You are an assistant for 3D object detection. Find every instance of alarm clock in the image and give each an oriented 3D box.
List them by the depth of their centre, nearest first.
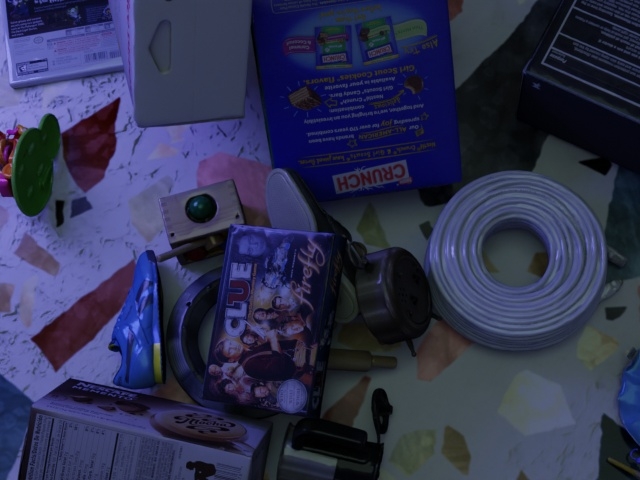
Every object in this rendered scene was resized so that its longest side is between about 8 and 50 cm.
[{"bbox_3d":[0.093,0.063,1.824,0.064,0.192,0.129,-19,44,33],"label":"alarm clock"}]

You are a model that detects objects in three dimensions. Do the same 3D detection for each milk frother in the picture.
[{"bbox_3d":[0.023,0.269,1.833,0.135,0.129,0.143,12,31,6],"label":"milk frother"}]

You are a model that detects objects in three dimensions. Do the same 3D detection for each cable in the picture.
[{"bbox_3d":[0.275,0.029,1.887,0.257,0.089,0.257,-43,76,-10],"label":"cable"}]

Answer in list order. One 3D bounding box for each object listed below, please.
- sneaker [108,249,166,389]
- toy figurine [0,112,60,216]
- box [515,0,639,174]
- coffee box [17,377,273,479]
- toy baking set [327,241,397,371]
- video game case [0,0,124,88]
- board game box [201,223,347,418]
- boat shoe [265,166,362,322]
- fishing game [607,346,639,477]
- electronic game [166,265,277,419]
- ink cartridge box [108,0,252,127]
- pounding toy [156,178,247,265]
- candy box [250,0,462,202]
[{"bbox_3d":[-0.261,0.109,1.888,0.082,0.069,0.209,-4,64,1],"label":"sneaker"},{"bbox_3d":[-0.485,-0.120,1.969,0.159,0.130,0.173,4,51,14],"label":"toy figurine"},{"bbox_3d":[0.475,-0.265,1.918,0.296,0.183,0.294,27,75,12],"label":"box"},{"bbox_3d":[-0.228,0.284,1.779,0.297,0.168,0.118,12,99,7],"label":"coffee box"},{"bbox_3d":[0.005,0.093,1.886,0.256,0.030,0.196,1,62,-18],"label":"toy baking set"},{"bbox_3d":[-0.393,-0.330,2.065,0.190,0.022,0.173,-10,73,1],"label":"video game case"},{"bbox_3d":[-0.062,0.106,1.793,0.165,0.042,0.243,5,83,28],"label":"board game box"},{"bbox_3d":[0.000,0.000,1.856,0.079,0.084,0.233,-29,88,-44],"label":"boat shoe"},{"bbox_3d":[0.489,0.208,1.801,0.189,0.041,0.264,31,94,30],"label":"fishing game"},{"bbox_3d":[-0.103,0.140,1.891,0.229,0.048,0.229,2,70,-5],"label":"electronic game"},{"bbox_3d":[-0.209,-0.379,1.857,0.160,0.279,0.384,-6,45,-13],"label":"ink cartridge box"},{"bbox_3d":[-0.169,-0.014,1.894,0.130,0.141,0.100,-16,73,-2],"label":"pounding toy"},{"bbox_3d":[0.047,-0.224,1.870,0.268,0.122,0.317,-8,116,-1],"label":"candy box"}]
